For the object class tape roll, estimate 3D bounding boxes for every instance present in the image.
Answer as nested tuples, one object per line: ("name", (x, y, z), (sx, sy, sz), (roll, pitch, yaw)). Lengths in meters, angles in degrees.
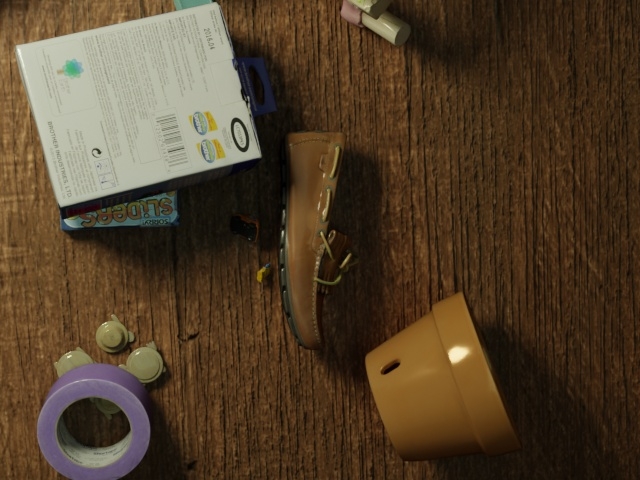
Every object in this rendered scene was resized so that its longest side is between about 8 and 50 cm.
("tape roll", (-0.380, 0.309, 1.936), (0.189, 0.080, 0.189), (-1, 103, -4))

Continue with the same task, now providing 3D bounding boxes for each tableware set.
("tableware set", (-0.363, 0.219, 1.977), (0.168, 0.020, 0.141), (-42, 101, -4))

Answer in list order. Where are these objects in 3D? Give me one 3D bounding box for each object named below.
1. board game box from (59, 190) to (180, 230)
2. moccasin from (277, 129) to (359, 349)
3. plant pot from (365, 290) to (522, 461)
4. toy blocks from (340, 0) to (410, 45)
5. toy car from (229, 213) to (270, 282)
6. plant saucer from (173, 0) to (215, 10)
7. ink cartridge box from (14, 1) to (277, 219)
("board game box", (-0.341, -0.089, 1.936), (0.201, 0.035, 0.136), (-3, 97, -12))
("moccasin", (0.000, 0.000, 1.980), (0.147, 0.139, 0.380), (1, 87, -4))
("plant pot", (0.206, 0.258, 1.991), (0.203, 0.291, 0.291), (-22, 101, 8))
("toy blocks", (0.062, -0.532, 1.867), (0.260, 0.309, 0.288), (39, 97, 28))
("toy car", (-0.121, 0.008, 2.006), (0.040, 0.060, 0.122), (-40, 130, -49))
("plant saucer", (-0.231, -0.457, 1.926), (0.067, 0.018, 0.192), (-21, 100, -10))
("ink cartridge box", (-0.262, -0.215, 1.855), (0.395, 0.151, 0.270), (-15, 89, -11))
